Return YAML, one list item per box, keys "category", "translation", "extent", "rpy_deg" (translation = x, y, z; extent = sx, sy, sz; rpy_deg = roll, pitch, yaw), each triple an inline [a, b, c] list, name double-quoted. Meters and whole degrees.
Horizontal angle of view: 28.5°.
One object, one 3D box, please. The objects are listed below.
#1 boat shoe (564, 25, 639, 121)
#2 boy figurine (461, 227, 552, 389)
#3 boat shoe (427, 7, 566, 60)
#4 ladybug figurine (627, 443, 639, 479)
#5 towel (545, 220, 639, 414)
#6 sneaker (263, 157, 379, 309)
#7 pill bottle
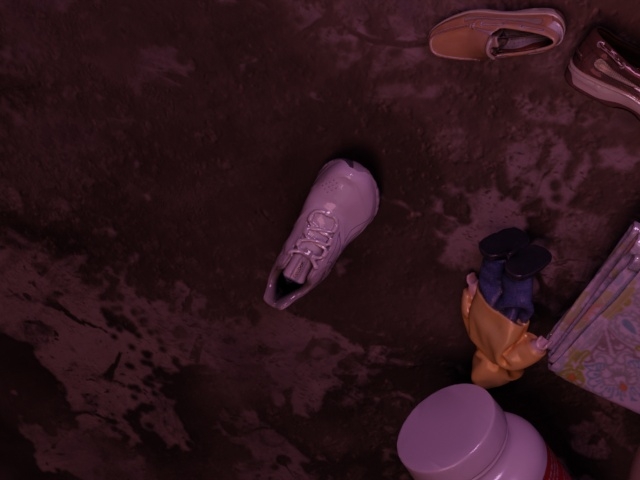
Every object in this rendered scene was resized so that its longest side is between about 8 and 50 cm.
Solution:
- category: "boat shoe"
  translation: [0.447, -0.196, 1.620]
  extent: [0.257, 0.095, 0.095]
  rpy_deg: [24, 125, 5]
- category: "boy figurine"
  translation: [0.285, 0.127, 1.923]
  extent: [0.177, 0.092, 0.285]
  rpy_deg: [39, 144, 39]
- category: "boat shoe"
  translation: [0.226, -0.268, 1.671]
  extent: [0.190, 0.072, 0.068]
  rpy_deg: [-6, 123, 28]
- category: "ladybug figurine"
  translation: [0.590, 0.429, 1.853]
  extent: [0.449, 0.305, 0.162]
  rpy_deg: [25, 105, -46]
- category: "towel"
  translation: [0.550, 0.144, 1.828]
  extent: [0.374, 0.090, 0.320]
  rpy_deg: [25, 135, -4]
- category: "sneaker"
  translation: [0.000, 0.000, 1.939]
  extent: [0.111, 0.129, 0.297]
  rpy_deg: [29, 130, 3]
- category: "pill bottle"
  translation: [0.297, 0.426, 2.039]
  extent: [0.229, 0.229, 0.407]
  rpy_deg: [-16, 126, 32]
